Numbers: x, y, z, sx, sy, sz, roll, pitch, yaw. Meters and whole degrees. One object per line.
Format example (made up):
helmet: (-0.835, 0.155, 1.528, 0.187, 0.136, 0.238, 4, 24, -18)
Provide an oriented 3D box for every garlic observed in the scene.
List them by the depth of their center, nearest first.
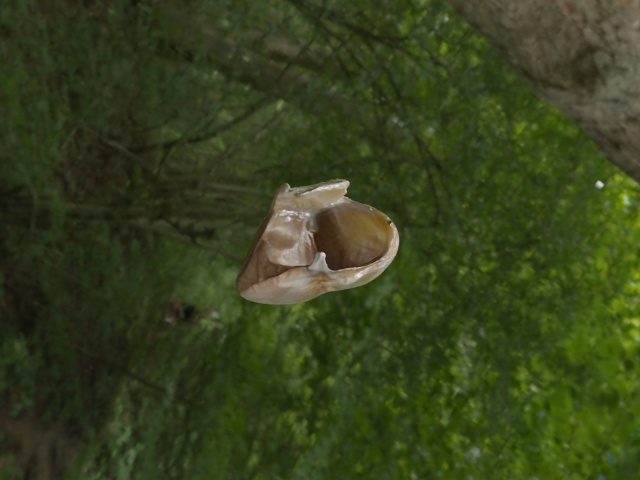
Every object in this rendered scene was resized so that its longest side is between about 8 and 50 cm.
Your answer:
garlic: (0.001, 0.013, 0.832, 0.124, 0.174, 0.099, 108, -31, -47)
